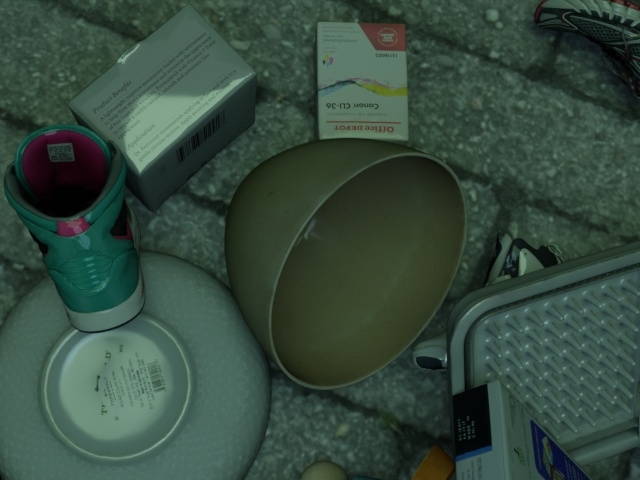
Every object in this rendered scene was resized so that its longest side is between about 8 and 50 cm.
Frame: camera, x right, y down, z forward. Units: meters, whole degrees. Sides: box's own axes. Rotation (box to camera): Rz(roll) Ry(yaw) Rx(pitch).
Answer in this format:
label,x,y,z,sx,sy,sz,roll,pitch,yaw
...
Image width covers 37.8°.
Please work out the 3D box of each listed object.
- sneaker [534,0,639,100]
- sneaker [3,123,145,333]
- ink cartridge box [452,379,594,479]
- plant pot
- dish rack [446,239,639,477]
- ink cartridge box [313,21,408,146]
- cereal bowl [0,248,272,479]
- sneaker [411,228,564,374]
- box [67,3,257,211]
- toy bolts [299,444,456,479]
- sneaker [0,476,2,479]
label,x,y,z,sx,sy,sz,roll,pitch,yaw
sneaker,0.416,-0.239,1.206,0.299,0.121,0.112,25,107,10
sneaker,-0.267,-0.051,1.009,0.124,0.178,0.295,-16,34,-13
ink cartridge box,0.250,0.303,0.993,0.065,0.333,0.165,-27,36,27
plant pot,0.000,0.000,1.064,0.284,0.284,0.191,-46,48,-12
dish rack,0.286,0.133,1.058,0.333,0.072,0.285,-16,122,-15
ink cartridge box,0.051,-0.172,1.184,0.115,0.067,0.198,0,77,-5
cereal bowl,-0.221,0.167,1.052,0.339,0.141,0.339,1,76,-3
sneaker,0.206,0.068,1.128,0.235,0.094,0.153,-14,77,-7
box,-0.180,-0.150,1.106,0.181,0.182,0.119,-43,85,-11
toy bolts,0.034,0.281,0.998,0.158,0.228,0.218,29,93,18
sneaker,-0.413,0.347,1.021,0.145,0.090,0.270,-15,82,-9
